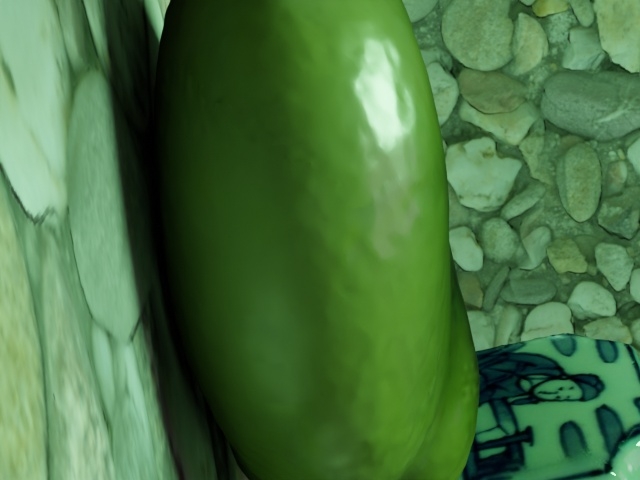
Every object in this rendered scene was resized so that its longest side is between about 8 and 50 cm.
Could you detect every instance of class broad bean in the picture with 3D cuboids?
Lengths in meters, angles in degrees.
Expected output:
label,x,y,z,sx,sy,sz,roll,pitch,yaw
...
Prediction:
label,x,y,z,sx,sy,sz,roll,pitch,yaw
broad bean,0.001,0.000,0.733,0.238,0.119,0.291,-81,164,-59

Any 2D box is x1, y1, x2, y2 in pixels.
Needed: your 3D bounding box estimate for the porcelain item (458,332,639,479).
label,x,y,z,sx,sy,sz,roll,pitch,yaw
porcelain item,0.157,0.202,1.445,0.281,0.286,0.157,-86,162,-68
